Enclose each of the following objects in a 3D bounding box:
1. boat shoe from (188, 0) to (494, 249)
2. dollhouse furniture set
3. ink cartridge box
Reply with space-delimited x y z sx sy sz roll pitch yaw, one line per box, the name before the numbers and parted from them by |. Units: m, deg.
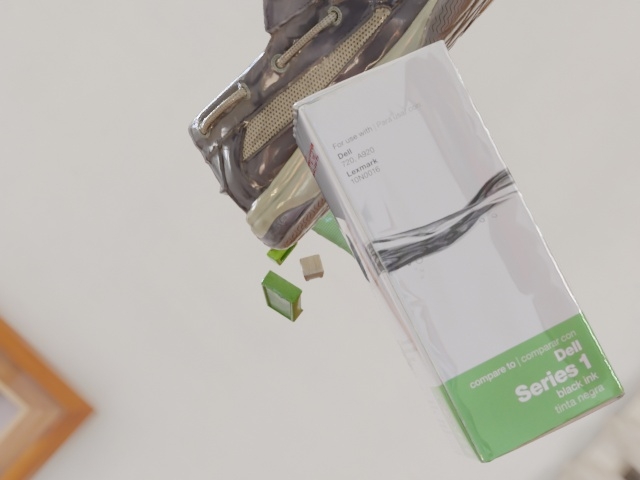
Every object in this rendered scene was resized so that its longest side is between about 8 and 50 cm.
boat shoe | 0.022 -0.148 1.257 0.355 0.130 0.132 -53 -5 29
dollhouse furniture set | 0.000 0.000 1.861 0.151 0.076 0.058 -52 -15 -18
ink cartridge box | 0.073 0.009 1.122 0.093 0.219 0.160 -26 -2 -3
